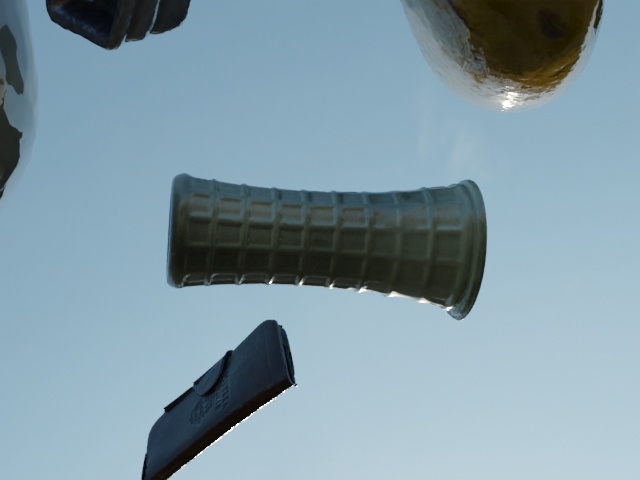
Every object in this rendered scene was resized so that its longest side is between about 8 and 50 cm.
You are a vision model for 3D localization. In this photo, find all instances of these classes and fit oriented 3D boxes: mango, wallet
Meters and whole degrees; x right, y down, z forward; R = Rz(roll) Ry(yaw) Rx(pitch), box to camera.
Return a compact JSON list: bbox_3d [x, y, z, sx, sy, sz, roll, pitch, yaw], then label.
[{"bbox_3d":[0.215,-0.305,1.331,0.221,0.301,0.445,-37,-10,-9],"label":"mango"},{"bbox_3d":[-0.137,0.210,1.344,0.255,0.137,0.031,-40,-60,17],"label":"wallet"}]

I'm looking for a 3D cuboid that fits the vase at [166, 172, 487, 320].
[{"bbox_3d":[0.000,0.000,1.029,0.299,0.143,0.143,4,-54,-9],"label":"vase"}]

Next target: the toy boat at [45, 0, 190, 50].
[{"bbox_3d":[-0.127,-0.274,0.696,0.078,0.127,0.282,-11,-56,-43],"label":"toy boat"}]

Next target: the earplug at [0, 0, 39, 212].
[{"bbox_3d":[-0.389,-0.171,0.823,0.313,0.393,0.312,-11,-13,-3],"label":"earplug"}]
